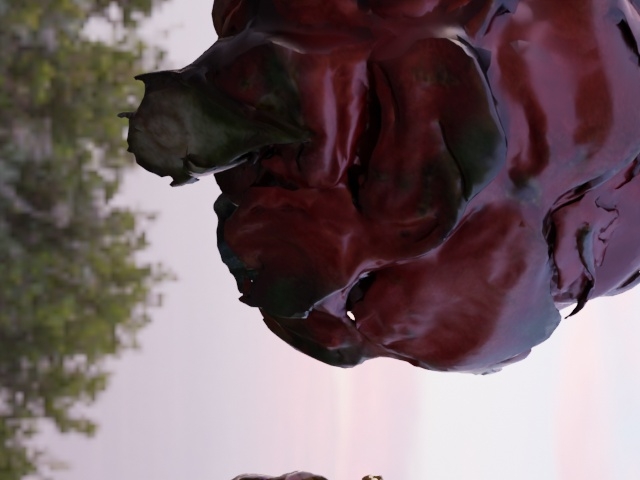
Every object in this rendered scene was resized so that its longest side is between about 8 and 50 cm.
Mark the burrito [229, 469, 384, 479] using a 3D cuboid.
[{"bbox_3d":[-0.132,0.215,0.920,0.117,0.392,0.076,51,18,-42],"label":"burrito"}]

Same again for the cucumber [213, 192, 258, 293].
[{"bbox_3d":[0.000,0.000,1.127,0.116,0.115,0.062,39,43,-49],"label":"cucumber"}]

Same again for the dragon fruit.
[{"bbox_3d":[0.043,-0.045,0.544,0.188,0.182,0.182,-66,160,-60],"label":"dragon fruit"}]
